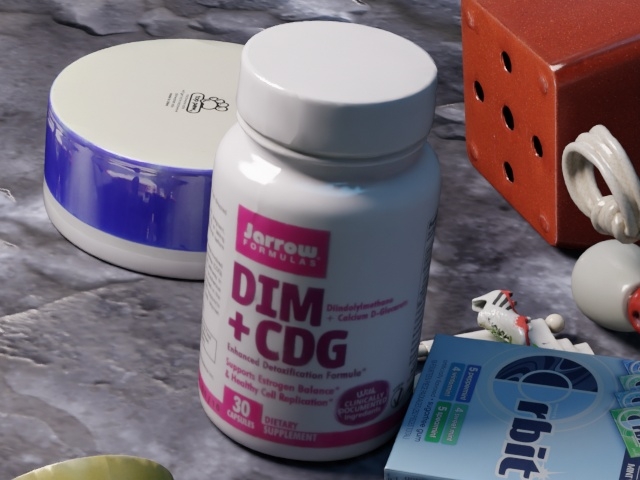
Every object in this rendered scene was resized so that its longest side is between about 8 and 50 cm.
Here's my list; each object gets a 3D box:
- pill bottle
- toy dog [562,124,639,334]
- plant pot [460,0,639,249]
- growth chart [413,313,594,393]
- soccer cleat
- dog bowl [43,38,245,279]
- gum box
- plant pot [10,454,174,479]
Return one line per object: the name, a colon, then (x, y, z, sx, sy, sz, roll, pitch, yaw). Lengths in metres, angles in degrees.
pill bottle: (0.000, 0.000, 1.319, 0.160, 0.283, 0.160, 4, 29, -2)
toy dog: (0.330, 0.043, 1.393, 0.161, 0.220, 0.334, -21, 40, -17)
plant pot: (0.268, -0.138, 1.662, 0.235, 0.267, 0.267, -16, 35, -16)
growth chart: (0.179, 0.125, 1.401, 0.172, 0.021, 0.237, -15, 35, -30)
soccer cleat: (0.142, 0.064, 1.454, 0.035, 0.029, 0.083, -10, 29, -7)
dog bowl: (-0.106, -0.076, 1.614, 0.264, 0.104, 0.265, 4, 30, -3)
gum box: (0.153, 0.138, 1.315, 0.184, 0.041, 0.157, 8, 36, 15)
plant pot: (-0.140, 0.203, 1.117, 0.134, 0.134, 0.095, -7, 57, -22)
